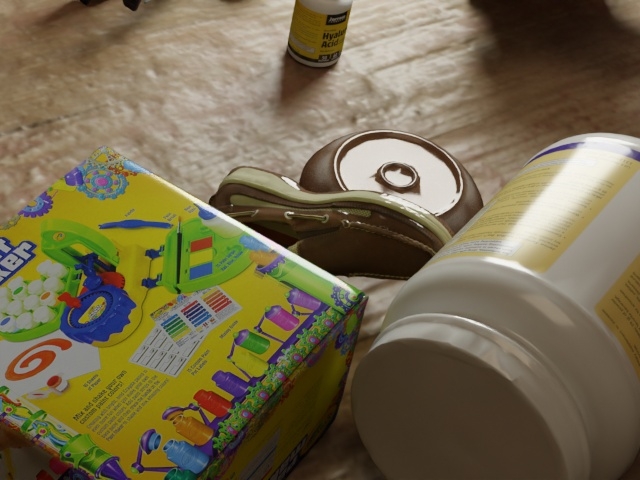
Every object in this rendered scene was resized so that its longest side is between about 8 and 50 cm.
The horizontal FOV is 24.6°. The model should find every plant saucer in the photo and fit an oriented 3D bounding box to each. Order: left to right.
[{"bbox_3d":[0.078,-0.057,1.530,0.198,0.036,0.199,7,44,-7],"label":"plant saucer"}]

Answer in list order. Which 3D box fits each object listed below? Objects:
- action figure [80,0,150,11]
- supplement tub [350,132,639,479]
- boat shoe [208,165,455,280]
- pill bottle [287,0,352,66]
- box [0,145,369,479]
[{"bbox_3d":[-0.159,-0.358,1.745,0.185,0.099,0.285,28,41,25],"label":"action figure"},{"bbox_3d":[0.200,0.079,1.271,0.241,0.241,0.331,32,47,19],"label":"supplement tub"},{"bbox_3d":[0.001,0.006,1.397,0.257,0.095,0.095,12,46,28],"label":"boat shoe"},{"bbox_3d":[0.002,-0.260,1.660,0.065,0.116,0.065,6,44,-6],"label":"pill bottle"},{"bbox_3d":[-0.163,0.114,1.196,0.279,0.177,0.290,30,47,17],"label":"box"}]
